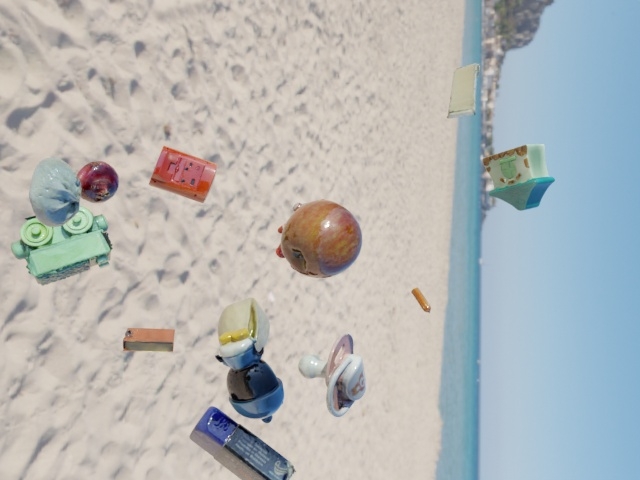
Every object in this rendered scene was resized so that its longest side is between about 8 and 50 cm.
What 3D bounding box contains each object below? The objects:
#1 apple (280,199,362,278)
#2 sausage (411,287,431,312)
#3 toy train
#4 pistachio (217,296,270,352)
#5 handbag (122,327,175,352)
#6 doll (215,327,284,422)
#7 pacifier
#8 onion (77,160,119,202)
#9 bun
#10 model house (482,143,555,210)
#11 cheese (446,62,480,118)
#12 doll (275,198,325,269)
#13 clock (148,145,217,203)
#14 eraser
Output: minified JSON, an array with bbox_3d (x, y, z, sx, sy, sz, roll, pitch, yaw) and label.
[{"bbox_3d":[0.000,0.000,1.385,0.174,0.188,0.188,-38,132,-36],"label":"apple"},{"bbox_3d":[0.345,0.206,1.943,0.031,0.031,0.107,74,-10,-45],"label":"sausage"},{"bbox_3d":[-0.751,0.013,1.689,0.188,0.272,0.159,65,-25,6],"label":"toy train"},{"bbox_3d":[-0.293,0.351,2.225,0.331,0.208,0.226,-99,-148,-65],"label":"pistachio"},{"bbox_3d":[-0.670,0.390,2.249,0.127,0.190,0.062,-128,-136,-71],"label":"handbag"},{"bbox_3d":[-0.210,0.418,1.740,0.141,0.177,0.313,-50,125,-68],"label":"doll"},{"bbox_3d":[0.061,0.494,2.135,0.273,0.221,0.332,42,-30,50],"label":"pacifier"},{"bbox_3d":[-0.715,-0.179,1.882,0.150,0.140,0.150,-31,135,-37],"label":"onion"},{"bbox_3d":[-0.529,-0.096,1.169,0.141,0.083,0.140,-178,-90,-83],"label":"bun"},{"bbox_3d":[0.475,-0.145,1.369,0.101,0.127,0.148,-13,88,-44],"label":"model house"},{"bbox_3d":[0.436,-0.461,1.748,0.400,0.085,0.034,-65,143,-53],"label":"cheese"},{"bbox_3d":[-0.054,-0.028,2.093,0.105,0.200,0.336,-39,167,-49],"label":"doll"},{"bbox_3d":[-0.355,-0.174,1.499,0.061,0.155,0.113,143,-35,-76],"label":"clock"},{"bbox_3d":[-0.240,0.652,1.766,0.101,0.332,0.155,-52,177,-40],"label":"eraser"}]
